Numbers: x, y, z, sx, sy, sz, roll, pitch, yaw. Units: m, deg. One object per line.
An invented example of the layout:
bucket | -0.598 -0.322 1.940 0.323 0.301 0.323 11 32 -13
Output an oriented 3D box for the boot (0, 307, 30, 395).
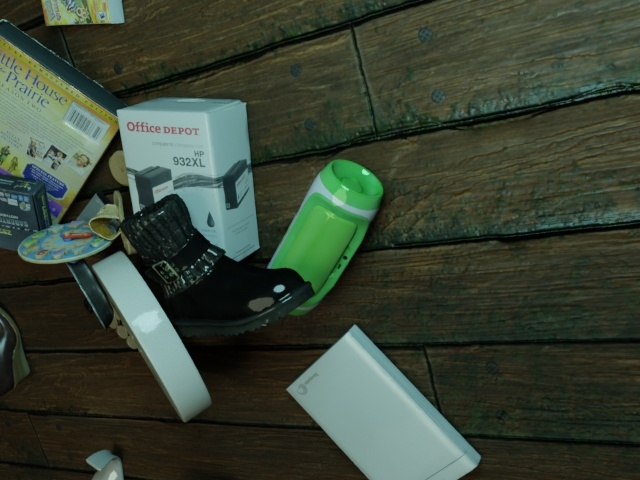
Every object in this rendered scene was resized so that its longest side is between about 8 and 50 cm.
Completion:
boot | -0.925 0.320 1.798 0.090 0.207 0.248 -12 103 32

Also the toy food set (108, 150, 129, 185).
toy food set | -0.431 -0.158 1.445 0.083 0.020 0.083 -31 93 34

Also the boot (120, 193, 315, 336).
boot | -0.196 0.033 1.168 0.348 0.131 0.260 -12 106 34

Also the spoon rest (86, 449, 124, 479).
spoon rest | -0.601 0.681 1.854 0.137 0.084 0.276 28 134 18

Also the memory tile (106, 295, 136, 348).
memory tile | -0.486 0.191 1.621 0.148 0.012 0.113 43 124 8

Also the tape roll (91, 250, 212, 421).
tape roll | -0.359 0.202 1.392 0.392 0.072 0.392 49 159 26

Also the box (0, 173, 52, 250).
box | -0.744 -0.067 1.511 0.232 0.059 0.183 11 130 2

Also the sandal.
sandal | -0.449 -0.038 1.391 0.240 0.079 0.088 45 141 52

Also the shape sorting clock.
shape sorting clock | -0.553 -0.001 1.435 0.206 0.206 0.040 9 114 26

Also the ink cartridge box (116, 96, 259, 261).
ink cartridge box | -0.258 -0.117 1.298 0.223 0.129 0.307 8 114 27

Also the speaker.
speaker | 0.000 0.000 1.206 0.131 0.131 0.296 38 123 11

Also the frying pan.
frying pan | -0.517 0.145 1.510 0.197 0.053 0.326 50 159 25

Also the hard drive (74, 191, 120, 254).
hard drive | -0.522 -0.040 1.542 0.094 0.022 0.135 51 124 3

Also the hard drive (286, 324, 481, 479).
hard drive | 0.118 0.368 1.335 0.353 0.047 0.233 46 124 6

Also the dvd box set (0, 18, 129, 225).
dvd box set | -0.643 -0.227 1.445 0.307 0.062 0.420 34 126 -16

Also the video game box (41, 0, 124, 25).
video game box | -0.490 -0.538 1.310 0.187 0.048 0.205 8 113 29
